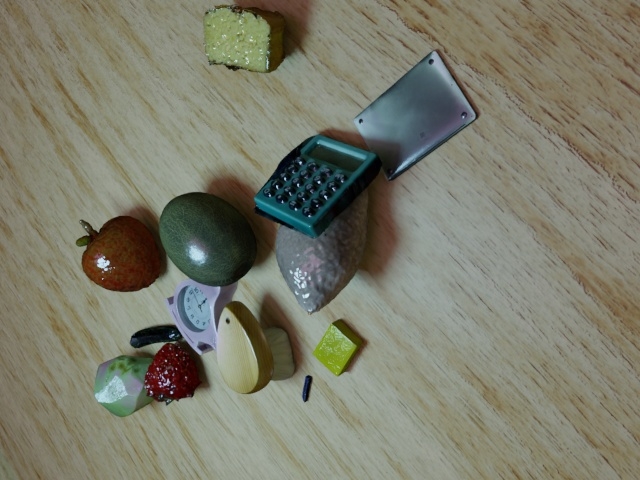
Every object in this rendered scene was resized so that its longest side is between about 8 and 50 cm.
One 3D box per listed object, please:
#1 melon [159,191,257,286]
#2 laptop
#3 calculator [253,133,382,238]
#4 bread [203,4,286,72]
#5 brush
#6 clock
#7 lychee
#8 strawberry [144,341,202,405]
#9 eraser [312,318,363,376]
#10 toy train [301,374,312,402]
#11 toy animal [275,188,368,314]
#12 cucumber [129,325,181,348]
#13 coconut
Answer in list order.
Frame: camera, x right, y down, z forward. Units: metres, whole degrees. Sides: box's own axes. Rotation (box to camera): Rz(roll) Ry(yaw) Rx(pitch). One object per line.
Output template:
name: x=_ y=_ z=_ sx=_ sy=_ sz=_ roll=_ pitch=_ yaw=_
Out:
melon: x=-0.321 y=-0.009 z=1.660 sx=0.301 sy=0.237 sz=0.238 roll=41 pitch=120 yaw=21
laptop: x=0.211 y=-0.285 z=1.366 sx=0.269 sy=0.015 sz=0.188 roll=-36 pitch=78 yaw=35
calculator: x=-0.016 y=-0.143 z=1.404 sx=0.248 sy=0.274 sz=0.058 roll=27 pitch=157 yaw=42
bread: x=-0.178 y=-0.528 z=1.520 sx=0.260 sy=0.147 sz=0.160 roll=17 pitch=118 yaw=36
brush: x=-0.191 y=0.293 z=1.674 sx=0.174 sy=0.166 sz=0.267 roll=-9 pitch=94 yaw=38
clock: x=-0.333 y=0.229 z=1.815 sx=0.275 sy=0.080 sz=0.290 roll=-44 pitch=74 yaw=33
lychee: x=-0.660 y=0.036 z=1.906 sx=0.255 sy=0.255 sz=0.300 roll=-28 pitch=118 yaw=36
strawberry: x=-0.489 y=0.433 z=1.913 sx=0.184 sy=0.187 sz=0.202 roll=-10 pitch=76 yaw=2
eraser: x=0.047 y=0.290 z=1.580 sx=0.097 sy=0.045 sz=0.122 roll=39 pitch=118 yaw=22
toy train: x=-0.042 y=0.429 z=1.687 sx=0.017 sy=0.017 sz=0.083 roll=22 pitch=111 yaw=32
toy animal: x=-0.002 y=0.006 z=1.454 sx=0.226 sy=0.188 sz=0.359 roll=6 pitch=70 yaw=33
cucumber: x=-0.562 y=0.326 z=2.010 sx=0.245 sy=0.067 sz=0.067 roll=-17 pitch=89 yaw=34
coconut: x=-0.670 y=0.494 z=2.009 sx=0.236 sy=0.235 sz=0.205 roll=43 pitch=123 yaw=21
